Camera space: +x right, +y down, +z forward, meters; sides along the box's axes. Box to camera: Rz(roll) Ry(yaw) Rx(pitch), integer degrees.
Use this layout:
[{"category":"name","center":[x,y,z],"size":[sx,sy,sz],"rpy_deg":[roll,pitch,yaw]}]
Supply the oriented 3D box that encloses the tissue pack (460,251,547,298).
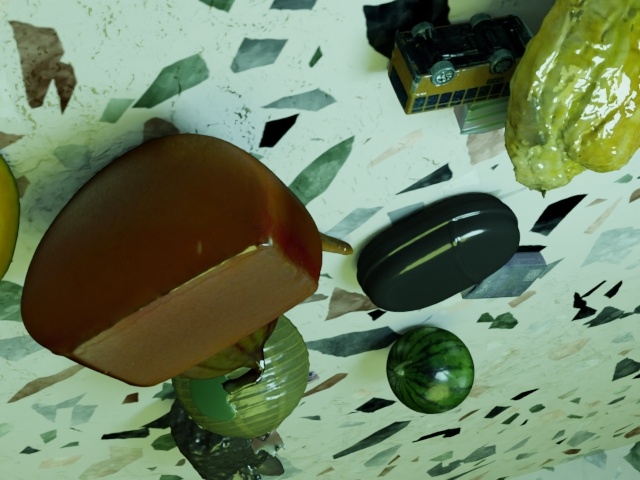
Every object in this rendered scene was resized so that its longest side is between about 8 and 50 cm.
[{"category":"tissue pack","center":[0.365,0.070,2.040],"size":[0.156,0.051,0.112],"rpy_deg":[-1,143,-32]}]

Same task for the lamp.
[{"category":"lamp","center":[-0.131,0.246,1.777],"size":[0.250,0.284,0.250],"rpy_deg":[-20,-173,3]}]

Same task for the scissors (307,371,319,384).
[{"category":"scissors","center":[-0.058,0.317,2.227],"size":[0.113,0.012,0.039],"rpy_deg":[-24,152,6]}]

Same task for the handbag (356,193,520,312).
[{"category":"handbag","center":[0.215,0.030,1.823],"size":[0.308,0.093,0.254],"rpy_deg":[-28,150,13]}]

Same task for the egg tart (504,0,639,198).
[{"category":"egg tart","center":[0.373,-0.219,1.328],"size":[0.352,0.153,0.339],"rpy_deg":[-54,155,-1]}]

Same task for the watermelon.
[{"category":"watermelon","center":[0.226,0.279,2.163],"size":[0.214,0.188,0.188],"rpy_deg":[-3,148,-40]}]

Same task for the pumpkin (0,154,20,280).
[{"category":"pumpkin","center":[-0.477,-0.058,1.235],"size":[0.130,0.149,0.254],"rpy_deg":[13,159,22]}]

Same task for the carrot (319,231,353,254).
[{"category":"carrot","center":[0.000,0.000,1.695],"size":[0.037,0.037,0.190],"rpy_deg":[-34,153,22]}]

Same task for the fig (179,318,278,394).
[{"category":"fig","center":[-0.163,0.106,1.564],"size":[0.214,0.235,0.235],"rpy_deg":[22,139,-9]}]

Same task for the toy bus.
[{"category":"toy bus","center":[0.190,-0.233,1.349],"size":[0.182,0.091,0.103],"rpy_deg":[-12,149,-15]}]

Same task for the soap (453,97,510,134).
[{"category":"soap","center":[0.265,-0.210,1.475],"size":[0.149,0.056,0.100],"rpy_deg":[-16,148,-10]}]

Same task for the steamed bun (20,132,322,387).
[{"category":"steamed bun","center":[-0.203,0.012,1.349],"size":[0.379,0.248,0.235],"rpy_deg":[-30,148,13]}]

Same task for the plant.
[{"category":"plant","center":[-0.188,0.423,2.137],"size":[0.181,0.194,0.321],"rpy_deg":[-22,149,10]}]
